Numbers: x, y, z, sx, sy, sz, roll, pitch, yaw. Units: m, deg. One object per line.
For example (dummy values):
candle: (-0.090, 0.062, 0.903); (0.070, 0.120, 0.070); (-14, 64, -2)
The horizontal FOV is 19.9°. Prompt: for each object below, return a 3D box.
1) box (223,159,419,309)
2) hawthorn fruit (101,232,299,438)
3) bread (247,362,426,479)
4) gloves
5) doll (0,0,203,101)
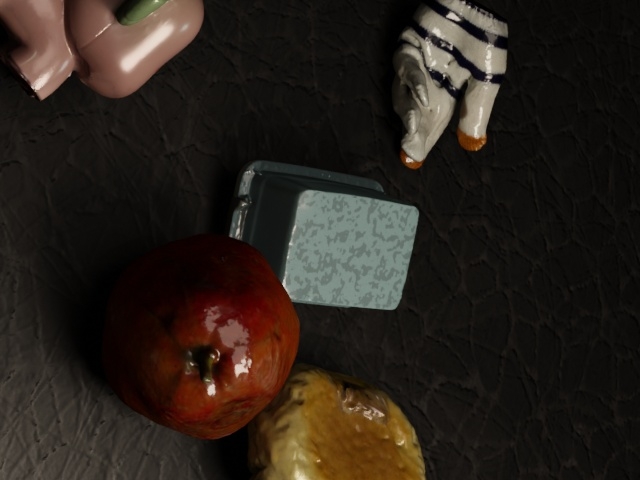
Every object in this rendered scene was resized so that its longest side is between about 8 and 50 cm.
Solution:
box: (0.000, 0.000, 2.149); (0.227, 0.130, 0.162); (8, 96, -38)
hawthorn fruit: (-0.123, 0.107, 1.956); (0.224, 0.261, 0.224); (-1, 94, -11)
bread: (0.005, 0.257, 2.115); (0.244, 0.134, 0.244); (22, 54, -34)
gloves: (0.147, -0.200, 2.307); (0.140, 0.131, 0.218); (18, 106, -39)
doll: (-0.226, -0.269, 1.914); (0.268, 0.284, 0.216); (-37, 111, -8)
